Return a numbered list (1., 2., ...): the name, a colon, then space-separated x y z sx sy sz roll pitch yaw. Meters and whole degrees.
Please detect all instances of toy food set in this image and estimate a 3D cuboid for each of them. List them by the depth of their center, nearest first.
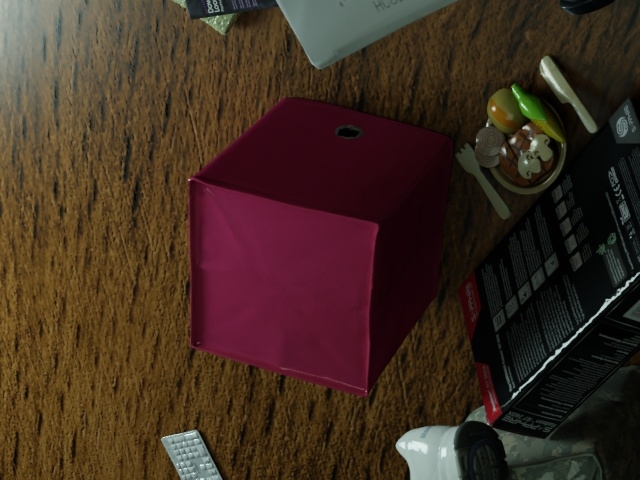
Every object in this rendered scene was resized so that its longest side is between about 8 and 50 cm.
1. toy food set: 0.241 -0.120 1.705 0.192 0.038 0.132 -50 63 37

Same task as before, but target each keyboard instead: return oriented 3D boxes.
1. keyboard: -0.173 0.417 2.257 0.072 0.014 0.256 -13 110 32

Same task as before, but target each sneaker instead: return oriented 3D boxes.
1. sneaker: 0.173 0.355 1.718 0.129 0.111 0.297 1 104 44

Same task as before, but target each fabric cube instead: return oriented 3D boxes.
1. fabric cube: 0.000 0.000 1.785 0.254 0.258 0.259 15 122 19

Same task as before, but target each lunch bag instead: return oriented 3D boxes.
1. lunch bag: 0.280 0.297 1.824 0.287 0.235 0.169 -12 107 32

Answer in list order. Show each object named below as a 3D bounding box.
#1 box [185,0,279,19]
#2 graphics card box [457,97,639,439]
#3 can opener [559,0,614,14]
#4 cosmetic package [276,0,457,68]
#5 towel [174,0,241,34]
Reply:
1. box: -0.107 -0.344 1.755 0.162 0.029 0.116 -4 115 27
2. graphics card box: 0.314 0.039 1.665 0.094 0.233 0.371 17 131 -23
3. can opener: 0.340 -0.319 1.571 0.186 0.073 0.059 -28 64 32
4. cosmetic package: 0.130 -0.354 1.398 0.230 0.453 0.161 -22 106 34
5. towel: -0.130 -0.346 1.799 0.110 0.027 0.148 35 125 4
